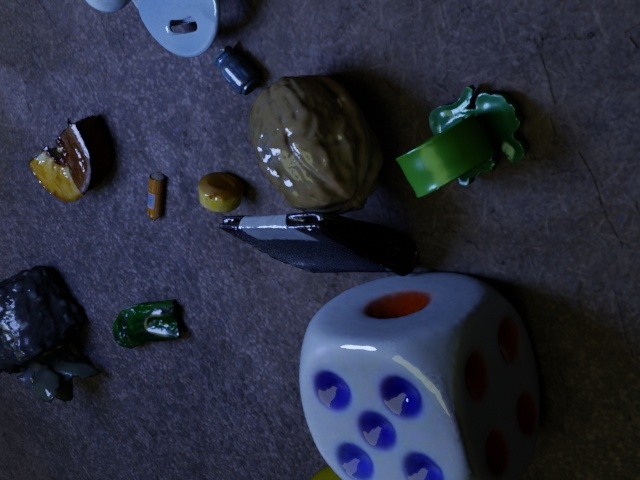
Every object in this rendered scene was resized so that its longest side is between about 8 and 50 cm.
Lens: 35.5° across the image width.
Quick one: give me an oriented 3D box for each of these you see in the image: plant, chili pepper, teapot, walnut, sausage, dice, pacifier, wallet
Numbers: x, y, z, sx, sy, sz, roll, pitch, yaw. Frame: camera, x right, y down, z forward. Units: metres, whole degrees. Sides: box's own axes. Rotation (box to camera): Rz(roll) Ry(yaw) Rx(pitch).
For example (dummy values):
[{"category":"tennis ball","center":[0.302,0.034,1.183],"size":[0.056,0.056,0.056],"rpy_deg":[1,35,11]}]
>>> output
[{"category":"plant","center":[-0.652,0.228,2.281],"size":[0.213,0.215,0.312],"rpy_deg":[-12,108,39]},{"category":"chili pepper","center":[-0.372,0.180,2.131],"size":[0.224,0.061,0.098],"rpy_deg":[-19,94,45]},{"category":"teapot","center":[-0.139,-0.287,1.694],"size":[0.049,0.063,0.083],"rpy_deg":[-43,80,13]},{"category":"walnut","center":[-0.009,-0.150,1.552],"size":[0.198,0.198,0.245],"rpy_deg":[-49,60,44]},{"category":"sausage","center":[-0.325,-0.082,1.966],"size":[0.031,0.031,0.107],"rpy_deg":[30,130,23]},{"category":"dice","center":[0.157,0.234,1.583],"size":[0.304,0.277,0.304],"rpy_deg":[-3,110,38]},{"category":"pacifier","center":[-0.290,-0.427,1.601],"size":[0.244,0.233,0.299],"rpy_deg":[1,113,42]},{"category":"wallet","center":[0.000,0.000,1.618],"size":[0.221,0.262,0.071],"rpy_deg":[2,78,40]}]

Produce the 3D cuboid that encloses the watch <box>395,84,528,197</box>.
[{"category":"watch","center":[0.193,-0.138,1.429],"size":[0.165,0.152,0.131],"rpy_deg":[-25,94,46]}]

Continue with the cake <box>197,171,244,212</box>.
[{"category":"cake","center":[-0.181,-0.089,1.808],"size":[0.084,0.084,0.044],"rpy_deg":[30,131,23]}]

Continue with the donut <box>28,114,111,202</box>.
[{"category":"donut","center":[-0.494,-0.162,2.021],"size":[0.217,0.085,0.141],"rpy_deg":[-22,99,45]}]

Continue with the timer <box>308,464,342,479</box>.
[{"category":"timer","center":[0.136,0.553,1.737],"size":[0.387,0.376,0.376],"rpy_deg":[14,123,18]}]
